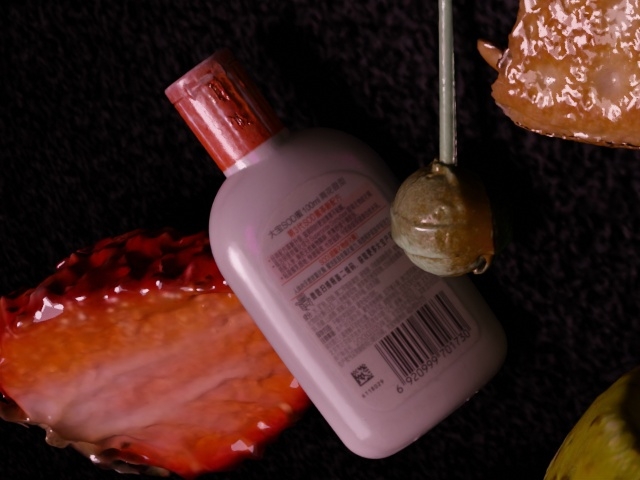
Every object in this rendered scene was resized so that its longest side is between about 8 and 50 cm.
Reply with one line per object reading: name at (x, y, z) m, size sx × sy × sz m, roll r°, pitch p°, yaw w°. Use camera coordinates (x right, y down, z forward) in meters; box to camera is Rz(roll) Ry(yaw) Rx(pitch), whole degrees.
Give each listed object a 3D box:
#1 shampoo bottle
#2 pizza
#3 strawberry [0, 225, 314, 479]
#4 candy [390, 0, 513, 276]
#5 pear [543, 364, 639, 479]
shampoo bottle at (0.000, 0.000, 0.915) m, size 0.221 × 0.108 × 0.051 m, roll 54°, pitch 164°, yaw -3°
pizza at (0.140, -0.133, 0.701) m, size 0.188 × 0.062 × 0.198 m, roll -1°, pitch 115°, yaw 32°
strawberry at (-0.078, 0.041, 1.036) m, size 0.236 × 0.111 × 0.190 m, roll -27°, pitch 130°, yaw 30°
candy at (0.062, -0.073, 0.845) m, size 0.061 × 0.061 × 0.202 m, roll 19°, pitch 124°, yaw 35°
pear at (0.187, 0.132, 0.718) m, size 0.164 × 0.255 × 0.238 m, roll 15°, pitch 135°, yaw 36°
